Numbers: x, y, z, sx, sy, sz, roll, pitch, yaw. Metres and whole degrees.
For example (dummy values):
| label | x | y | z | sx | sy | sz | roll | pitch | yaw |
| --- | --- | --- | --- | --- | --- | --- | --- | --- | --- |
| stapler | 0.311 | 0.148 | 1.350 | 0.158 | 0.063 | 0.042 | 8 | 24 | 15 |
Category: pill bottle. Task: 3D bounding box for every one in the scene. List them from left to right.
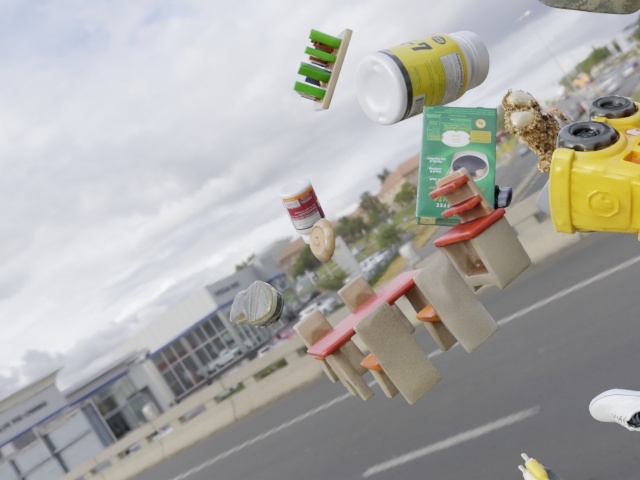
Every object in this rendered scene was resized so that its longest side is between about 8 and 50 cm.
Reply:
| label | x | y | z | sx | sy | sz | roll | pitch | yaw |
| --- | --- | --- | --- | --- | --- | --- | --- | --- | --- |
| pill bottle | -0.038 | -0.072 | 1.713 | 0.086 | 0.152 | 0.086 | -19 | 27 | 10 |
| pill bottle | 0.171 | -0.274 | 1.139 | 0.209 | 0.119 | 0.119 | -24 | -7 | -28 |

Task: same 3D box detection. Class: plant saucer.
| label | x | y | z | sx | sy | sz | roll | pitch | yaw |
| --- | --- | --- | --- | --- | --- | --- | --- | --- | --- |
| plant saucer | 0.000 | 0.000 | 1.306 | 0.015 | 0.083 | 0.083 | -3 | -20 | -32 |

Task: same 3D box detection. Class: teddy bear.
| label | x | y | z | sx | sy | sz | roll | pitch | yaw |
| --- | --- | --- | --- | --- | --- | --- | --- | --- | --- |
| teddy bear | 0.582 | -0.253 | 1.747 | 0.338 | 0.245 | 0.113 | 17 | -48 | -32 |

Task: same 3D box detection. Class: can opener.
| label | x | y | z | sx | sy | sz | roll | pitch | yaw |
| --- | --- | --- | --- | --- | --- | --- | --- | --- | --- |
| can opener | 0.435 | -0.076 | 1.778 | 0.073 | 0.059 | 0.186 | -21 | 30 | 52 |

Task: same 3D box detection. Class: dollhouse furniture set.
| label | x | y | z | sx | sy | sz | roll | pitch | yaw |
| --- | --- | --- | --- | --- | --- | --- | --- | --- | --- |
| dollhouse furniture set | 0.093 | 0.049 | 0.776 | 0.259 | 0.135 | 0.262 | -37 | 3 | -16 |

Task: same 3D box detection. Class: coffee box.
| label | x | y | z | sx | sy | sz | roll | pitch | yaw |
| --- | --- | --- | --- | --- | --- | --- | --- | --- | --- |
| coffee box | 0.201 | -0.109 | 1.020 | 0.113 | 0.184 | 0.040 | 3 | -18 | 7 |

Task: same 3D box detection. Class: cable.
| label | x | y | z | sx | sy | sz | roll | pitch | yaw |
| --- | --- | --- | --- | --- | --- | --- | --- | --- | --- |
| cable | 0.607 | 0.658 | 1.733 | 0.072 | 0.139 | 0.287 | -24 | 24 | -10 |

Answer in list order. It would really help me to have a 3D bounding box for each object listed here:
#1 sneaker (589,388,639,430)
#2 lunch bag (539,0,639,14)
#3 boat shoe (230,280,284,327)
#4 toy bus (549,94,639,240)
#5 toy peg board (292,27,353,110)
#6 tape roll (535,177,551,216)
| label | x | y | z | sx | sy | sz | roll | pitch | yaw |
| --- | --- | --- | --- | --- | --- | --- | --- | --- | --- |
| sneaker | 0.796 | 0.441 | 1.775 | 0.091 | 0.094 | 0.258 | -38 | 5 | -35 |
| lunch bag | 0.482 | -0.575 | 1.145 | 0.256 | 0.213 | 0.305 | 83 | -161 | -71 |
| boat shoe | -0.107 | 0.126 | 1.303 | 0.073 | 0.080 | 0.223 | 14 | -16 | -22 |
| toy bus | 0.452 | -0.100 | 0.955 | 0.211 | 0.149 | 0.220 | 14 | 42 | 41 |
| toy peg board | -0.008 | -0.357 | 1.421 | 0.160 | 0.079 | 0.161 | -134 | 61 | -77 |
| tape roll | 0.573 | -0.144 | 1.530 | 0.219 | 0.072 | 0.219 | -42 | -21 | -21 |
